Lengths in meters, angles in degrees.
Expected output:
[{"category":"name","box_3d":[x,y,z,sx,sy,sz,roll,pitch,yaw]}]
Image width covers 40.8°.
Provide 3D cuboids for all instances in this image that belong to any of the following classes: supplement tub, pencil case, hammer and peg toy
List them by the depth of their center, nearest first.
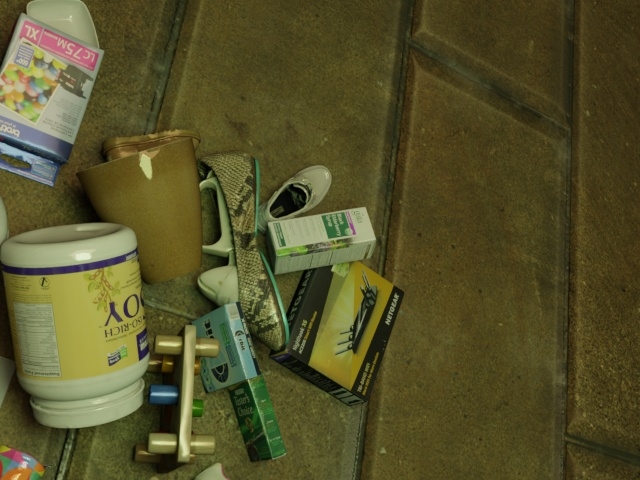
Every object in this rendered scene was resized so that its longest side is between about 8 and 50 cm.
[{"category":"pencil case","box_3d":[-0.573,0.477,1.509,0.104,0.104,0.236,37,57,-18]},{"category":"supplement tub","box_3d":[-0.441,0.148,1.576,0.241,0.241,0.332,-13,104,-36]},{"category":"hammer and peg toy","box_3d":[-0.276,0.361,1.644,0.127,0.266,0.362,7,68,-17]}]

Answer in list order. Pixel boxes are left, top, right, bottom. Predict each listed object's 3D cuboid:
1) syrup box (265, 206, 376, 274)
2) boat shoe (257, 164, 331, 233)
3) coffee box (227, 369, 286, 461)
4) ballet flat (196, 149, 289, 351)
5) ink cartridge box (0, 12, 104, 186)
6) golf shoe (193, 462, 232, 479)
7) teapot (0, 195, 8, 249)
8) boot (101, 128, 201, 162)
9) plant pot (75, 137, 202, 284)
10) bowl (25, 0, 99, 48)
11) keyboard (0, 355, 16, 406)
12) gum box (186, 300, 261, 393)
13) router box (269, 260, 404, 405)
[{"category":"syrup box","box_3d":[0.000,0.000,1.981,0.236,0.096,0.093,-10,61,-13]},{"category":"boat shoe","box_3d":[-0.055,-0.111,2.071,0.267,0.088,0.096,-34,93,-37]},{"category":"coffee box","box_3d":[-0.138,0.374,1.828,0.040,0.113,0.184,-13,82,-33]},{"category":"ballet flat","box_3d":[-0.199,0.022,1.900,0.181,0.164,0.483,-3,68,-20]},{"category":"ink cartridge box","box_3d":[-0.580,-0.285,1.768,0.185,0.065,0.311,22,76,-28]},{"category":"golf shoe","box_3d":[-0.132,0.562,1.736,0.306,0.115,0.140,33,44,-1]},{"category":"teapot","box_3d":[-0.664,-0.013,1.572,0.256,0.252,0.187,-58,147,-11]},{"category":"boot","box_3d":[-0.346,-0.096,1.879,0.236,0.089,0.270,-12,80,-25]},{"category":"plant pot","box_3d":[-0.333,-0.050,1.720,0.237,0.237,0.255,-23,101,-37]},{"category":"bowl","box_3d":[-0.566,-0.452,1.875,0.141,0.053,0.142,-13,82,-36]},{"category":"keyboard","box_3d":[-0.634,0.330,1.575,0.072,0.014,0.256,29,60,-28]},{"category":"gum box","box_3d":[-0.204,0.225,1.790,0.041,0.184,0.157,-12,80,-36]},{"category":"router box","box_3d":[0.045,0.195,2.032,0.242,0.081,0.309,33,58,-19]}]
